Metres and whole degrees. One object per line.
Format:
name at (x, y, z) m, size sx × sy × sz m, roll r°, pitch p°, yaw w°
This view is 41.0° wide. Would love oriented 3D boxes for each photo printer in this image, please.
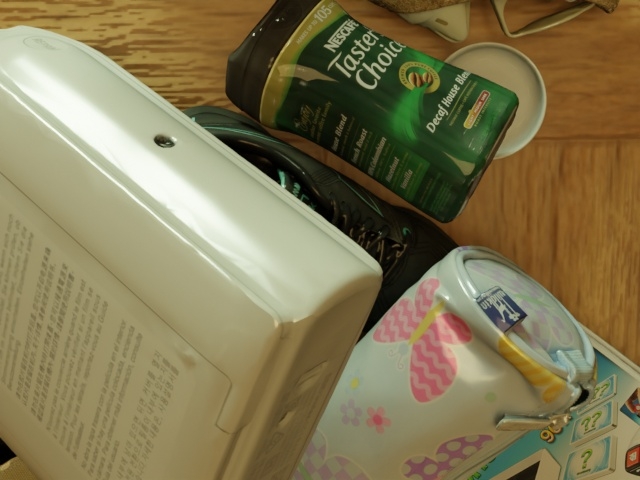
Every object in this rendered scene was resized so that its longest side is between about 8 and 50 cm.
photo printer at (-0.135, 0.034, 0.523) m, size 0.307 × 0.107 × 0.256 m, roll 37°, pitch 124°, yaw 24°

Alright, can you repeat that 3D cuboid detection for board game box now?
board game box at (0.162, 0.226, 0.656) m, size 0.193 × 0.053 × 0.305 m, roll 37°, pitch 96°, yaw -7°

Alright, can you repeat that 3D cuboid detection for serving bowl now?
serving bowl at (0.120, -0.101, 0.617) m, size 0.083 × 0.027 × 0.083 m, roll 4°, pitch 107°, yaw 14°

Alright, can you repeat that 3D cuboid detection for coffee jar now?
coffee jar at (0.032, -0.095, 0.575) m, size 0.184 × 0.079 × 0.096 m, roll 28°, pitch 60°, yaw 7°

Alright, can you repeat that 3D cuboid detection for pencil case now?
pencil case at (0.056, 0.129, 0.574) m, size 0.124 × 0.113 × 0.273 m, roll 50°, pitch 117°, yaw 17°

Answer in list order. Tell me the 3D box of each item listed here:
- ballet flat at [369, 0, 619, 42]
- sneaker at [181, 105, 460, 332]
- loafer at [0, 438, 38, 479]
ballet flat at (0.115, -0.172, 0.594) m, size 0.206 × 0.073 × 0.067 m, roll -5°, pitch 113°, yaw 4°
sneaker at (0.000, 0.000, 0.597) m, size 0.267 × 0.106 × 0.101 m, roll 29°, pitch 94°, yaw -6°
loafer at (-0.263, 0.173, 0.625) m, size 0.268 × 0.102 × 0.092 m, roll -8°, pitch 97°, yaw -9°
